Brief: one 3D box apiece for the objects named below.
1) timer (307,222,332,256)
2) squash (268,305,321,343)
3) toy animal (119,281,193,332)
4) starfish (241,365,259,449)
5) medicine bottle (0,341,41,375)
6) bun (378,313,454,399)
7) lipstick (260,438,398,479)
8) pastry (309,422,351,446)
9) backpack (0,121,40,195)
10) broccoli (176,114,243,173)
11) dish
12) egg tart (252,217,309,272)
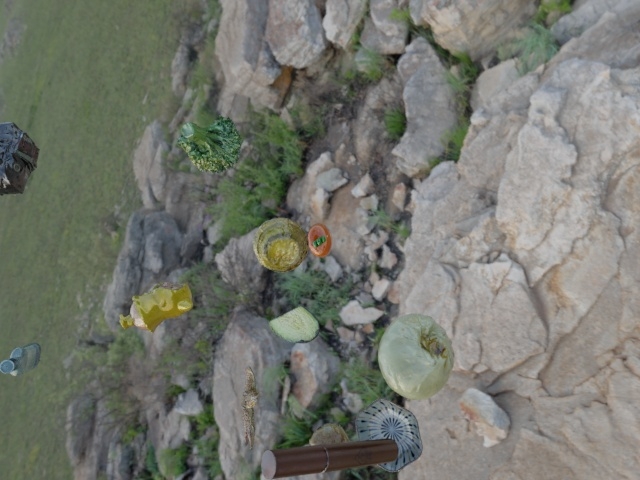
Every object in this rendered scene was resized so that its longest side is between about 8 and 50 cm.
[{"bbox_3d":[0.000,0.000,1.801,0.099,0.136,0.136,-20,52,-3],"label":"timer"},{"bbox_3d":[-0.097,0.376,1.935,0.184,0.192,0.085,39,137,36],"label":"squash"},{"bbox_3d":[-0.524,0.217,1.516,0.156,0.229,0.156,56,158,36],"label":"toy animal"},{"bbox_3d":[-0.213,0.486,1.386,0.240,0.043,0.227,131,142,-69],"label":"starfish"},{"bbox_3d":[-0.964,0.386,1.520,0.208,0.053,0.090,161,116,-78],"label":"medicine bottle"},{"bbox_3d":[0.250,0.279,1.157,0.127,0.222,0.222,-29,54,56],"label":"bun"},{"bbox_3d":[0.035,0.466,1.016,0.057,0.356,0.057,-21,63,47],"label":"lipstick"},{"bbox_3d":[0.033,0.706,1.618,0.081,0.153,0.153,163,120,-75],"label":"pastry"},{"bbox_3d":[-0.735,-0.189,1.118,0.120,0.105,0.165,98,163,-69],"label":"backpack"},{"bbox_3d":[-0.364,-0.318,1.488,0.219,0.194,0.194,2,76,25],"label":"broccoli"},{"bbox_3d":[0.191,0.516,1.274,0.190,0.066,0.191,-2,86,26],"label":"dish"},{"bbox_3d":[-0.122,0.022,1.505,0.191,0.191,0.074,-61,22,12],"label":"egg tart"}]
